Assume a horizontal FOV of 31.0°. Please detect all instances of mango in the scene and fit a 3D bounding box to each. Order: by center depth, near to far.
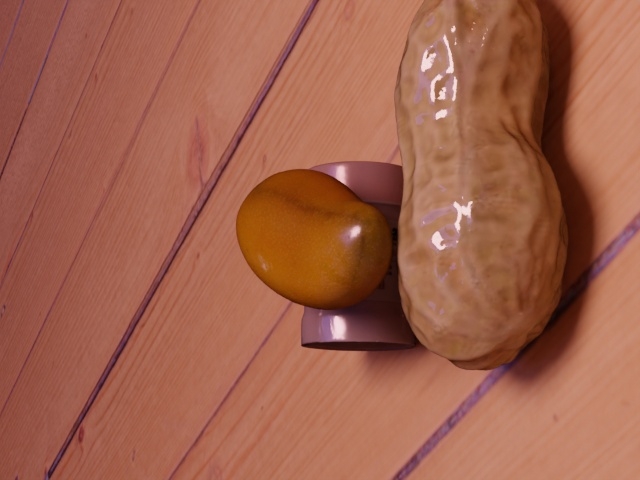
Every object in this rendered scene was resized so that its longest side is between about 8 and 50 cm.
[{"bbox_3d":[0.000,0.000,0.869,0.184,0.084,0.102,15,107,56],"label":"mango"}]

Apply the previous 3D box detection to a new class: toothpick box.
[{"bbox_3d":[0.032,0.016,0.974,0.098,0.098,0.149,-16,70,59],"label":"toothpick box"}]

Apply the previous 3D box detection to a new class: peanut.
[{"bbox_3d":[0.114,-0.059,0.823,0.136,0.120,0.298,152,120,-61],"label":"peanut"}]
